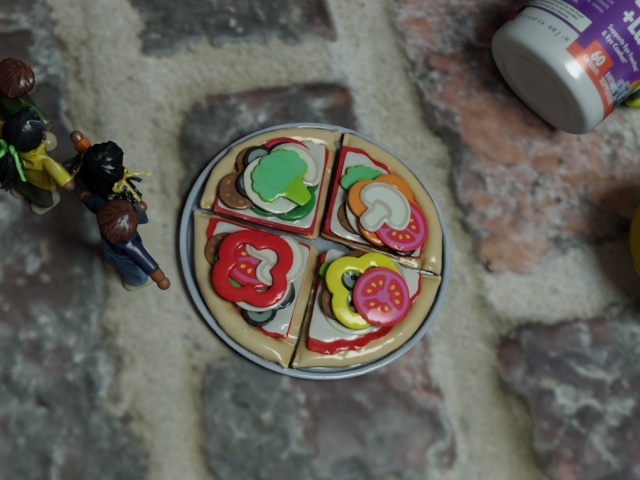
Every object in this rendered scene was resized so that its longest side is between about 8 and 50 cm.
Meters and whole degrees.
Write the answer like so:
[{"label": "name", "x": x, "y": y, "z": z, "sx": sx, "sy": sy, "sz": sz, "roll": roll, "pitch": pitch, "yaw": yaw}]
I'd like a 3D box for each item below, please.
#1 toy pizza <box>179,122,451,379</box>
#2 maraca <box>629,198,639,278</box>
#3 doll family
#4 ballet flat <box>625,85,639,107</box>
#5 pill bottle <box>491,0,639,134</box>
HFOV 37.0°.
[{"label": "toy pizza", "x": 0.000, "y": 0.000, "z": 0.690, "sx": 0.201, "sy": 0.032, "sz": 0.201, "roll": 4, "pitch": 68, "yaw": -10}, {"label": "maraca", "x": 0.303, "y": 0.008, "z": 0.716, "sx": 0.186, "sy": 0.099, "sz": 0.127, "roll": 13, "pitch": 72, "yaw": -34}, {"label": "doll family", "x": -0.163, "y": -0.042, "z": 0.630, "sx": 0.193, "sy": 0.111, "sz": 0.076, "roll": 34, "pitch": 66, "yaw": 3}, {"label": "ballet flat", "x": 0.343, "y": -0.172, "z": 0.809, "sx": 0.077, "sy": 0.077, "sz": 0.231, "roll": 45, "pitch": 65, "yaw": -7}, {"label": "pill bottle", "x": 0.236, "y": -0.184, "z": 0.742, "sx": 0.193, "sy": 0.108, "sz": 0.108, "roll": -44, "pitch": 82, "yaw": -4}]
